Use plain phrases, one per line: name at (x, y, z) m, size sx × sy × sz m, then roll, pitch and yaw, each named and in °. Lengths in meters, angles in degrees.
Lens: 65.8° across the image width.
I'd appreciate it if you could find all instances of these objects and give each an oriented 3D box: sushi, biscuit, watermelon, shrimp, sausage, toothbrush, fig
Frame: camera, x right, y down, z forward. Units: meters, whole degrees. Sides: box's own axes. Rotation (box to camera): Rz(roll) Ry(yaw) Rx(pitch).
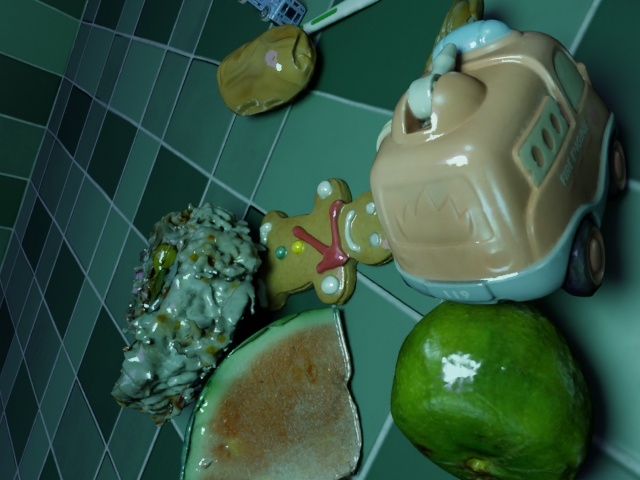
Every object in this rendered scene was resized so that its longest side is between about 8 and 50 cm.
sushi at (-0.257, 0.125, 0.895) m, size 0.417 × 0.176 × 0.417 m, roll -46°, pitch 32°, yaw 40°
biscuit at (0.000, 0.000, 0.816) m, size 0.340 × 0.047 × 0.216 m, roll -13°, pitch 72°, yaw 43°
watermelon at (-0.112, 0.281, 0.737) m, size 0.319 × 0.222 × 0.292 m, roll -34°, pitch 61°, yaw 35°
shrimp at (0.159, -0.178, 0.649) m, size 0.152 × 0.063 × 0.287 m, roll -88°, pitch 11°, yaw -83°
sausage at (-0.110, -0.322, 0.957) m, size 0.241 × 0.120 × 0.136 m, roll -3°, pitch 66°, yaw 46°
toothbrush at (-0.043, -0.398, 0.975) m, size 0.418 × 0.040 × 0.042 m, roll -10°, pitch 74°, yaw 39°
fig at (0.187, 0.127, 0.539) m, size 0.203 × 0.203 × 0.235 m, roll -20°, pitch 29°, yaw 41°

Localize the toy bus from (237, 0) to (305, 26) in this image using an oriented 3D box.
toy bus at (-0.102, -0.493, 1.029) m, size 0.076 × 0.073 × 0.167 m, roll -53°, pitch 51°, yaw 18°

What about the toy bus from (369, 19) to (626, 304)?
toy bus at (0.163, -0.083, 0.495) m, size 0.194 × 0.232 × 0.287 m, roll -5°, pitch 40°, yaw 46°
